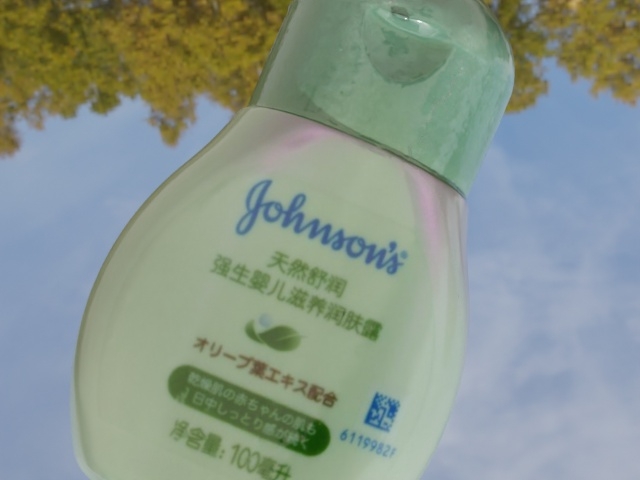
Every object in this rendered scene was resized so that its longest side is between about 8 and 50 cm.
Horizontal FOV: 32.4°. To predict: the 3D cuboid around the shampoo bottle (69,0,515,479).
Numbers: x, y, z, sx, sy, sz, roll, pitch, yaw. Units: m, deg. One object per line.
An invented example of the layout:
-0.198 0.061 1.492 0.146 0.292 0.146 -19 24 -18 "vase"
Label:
0.000 0.000 0.651 0.221 0.350 0.151 23 175 1 "shampoo bottle"
